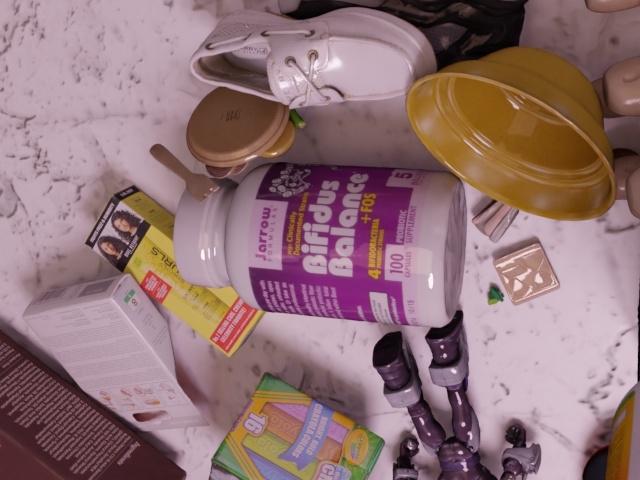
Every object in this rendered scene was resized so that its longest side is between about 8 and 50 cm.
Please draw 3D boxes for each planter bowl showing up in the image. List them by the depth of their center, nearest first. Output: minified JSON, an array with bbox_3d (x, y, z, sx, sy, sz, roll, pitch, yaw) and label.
[{"bbox_3d":[0.195,-0.118,0.916,0.217,0.217,0.090,30,73,8],"label":"planter bowl"}]

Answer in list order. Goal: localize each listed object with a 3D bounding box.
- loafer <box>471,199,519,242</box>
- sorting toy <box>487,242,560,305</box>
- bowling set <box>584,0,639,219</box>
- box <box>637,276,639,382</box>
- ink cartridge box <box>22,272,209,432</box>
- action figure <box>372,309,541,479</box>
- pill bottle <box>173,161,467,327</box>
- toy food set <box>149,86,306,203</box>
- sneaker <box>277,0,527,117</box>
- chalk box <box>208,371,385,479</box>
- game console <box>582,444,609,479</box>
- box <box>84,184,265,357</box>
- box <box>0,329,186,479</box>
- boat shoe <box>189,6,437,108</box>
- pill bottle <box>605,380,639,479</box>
[{"bbox_3d":[0.207,-0.055,1.048,0.039,0.045,0.125,36,117,12],"label":"loafer"},{"bbox_3d":[0.219,0.042,1.090,0.083,0.012,0.062,-24,103,20],"label":"sorting toy"},{"bbox_3d":[0.346,-0.121,0.935,0.154,0.200,0.287,-7,70,7],"label":"bowling set"},{"bbox_3d":[0.440,0.091,0.878,0.296,0.294,0.182,2,107,19],"label":"box"},{"bbox_3d":[-0.255,0.151,1.252,0.181,0.056,0.224,-13,123,36],"label":"ink cartridge box"},{"bbox_3d":[0.157,0.234,1.131,0.185,0.099,0.285,-14,106,15],"label":"action figure"},{"bbox_3d":[0.000,0.000,1.064,0.302,0.169,0.169,4,108,17],"label":"pill bottle"},{"bbox_3d":[-0.087,-0.124,1.071,0.192,0.038,0.132,-43,53,-10],"label":"toy food set"},{"bbox_3d":[0.084,-0.205,1.009,0.269,0.101,0.153,2,110,20],"label":"sneaker"},{"bbox_3d":[-0.010,0.278,1.151,0.213,0.132,0.132,29,151,7],"label":"chalk box"},{"bbox_3d":[0.440,0.420,1.040,0.342,0.060,0.386,13,113,42],"label":"game console"},{"bbox_3d":[-0.173,0.037,1.194,0.232,0.058,0.087,38,114,4],"label":"box"},{"bbox_3d":[-0.390,0.288,1.292,0.381,0.143,0.191,35,123,4],"label":"box"},{"bbox_3d":[-0.016,-0.172,0.978,0.277,0.096,0.098,10,133,37],"label":"boat shoe"},{"bbox_3d":[0.266,0.198,0.675,0.136,0.245,0.136,7,112,18],"label":"pill bottle"}]
